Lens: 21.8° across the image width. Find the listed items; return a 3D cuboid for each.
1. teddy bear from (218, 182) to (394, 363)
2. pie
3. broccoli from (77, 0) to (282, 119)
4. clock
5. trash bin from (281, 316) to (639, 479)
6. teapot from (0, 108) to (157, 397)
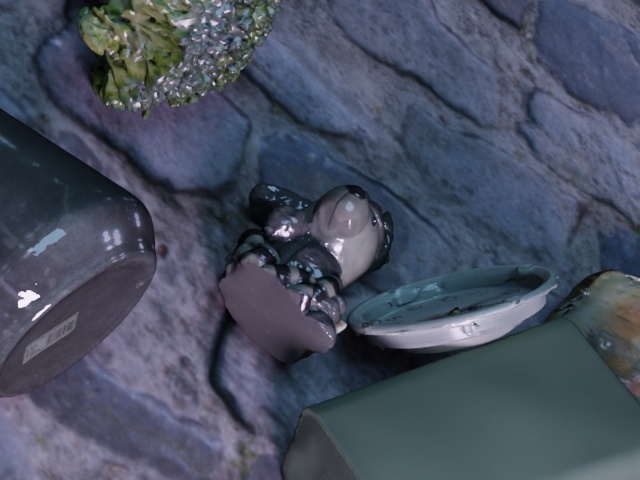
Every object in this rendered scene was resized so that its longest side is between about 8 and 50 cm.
[{"bbox_3d":[-0.017,0.003,1.807,0.171,0.144,0.251,26,47,6],"label":"teddy bear"},{"bbox_3d":[0.403,0.174,1.952,0.338,0.075,0.337,20,42,-20],"label":"pie"},{"bbox_3d":[-0.164,-0.289,1.849,0.246,0.248,0.288,35,45,1],"label":"broccoli"},{"bbox_3d":[0.146,0.081,1.812,0.236,0.236,0.053,-18,100,-35],"label":"clock"},{"bbox_3d":[0.160,0.230,1.718,0.343,0.158,0.223,-11,48,-31],"label":"trash bin"},{"bbox_3d":[-0.360,-0.021,1.594,0.300,0.253,0.344,-41,76,-8],"label":"teapot"}]
